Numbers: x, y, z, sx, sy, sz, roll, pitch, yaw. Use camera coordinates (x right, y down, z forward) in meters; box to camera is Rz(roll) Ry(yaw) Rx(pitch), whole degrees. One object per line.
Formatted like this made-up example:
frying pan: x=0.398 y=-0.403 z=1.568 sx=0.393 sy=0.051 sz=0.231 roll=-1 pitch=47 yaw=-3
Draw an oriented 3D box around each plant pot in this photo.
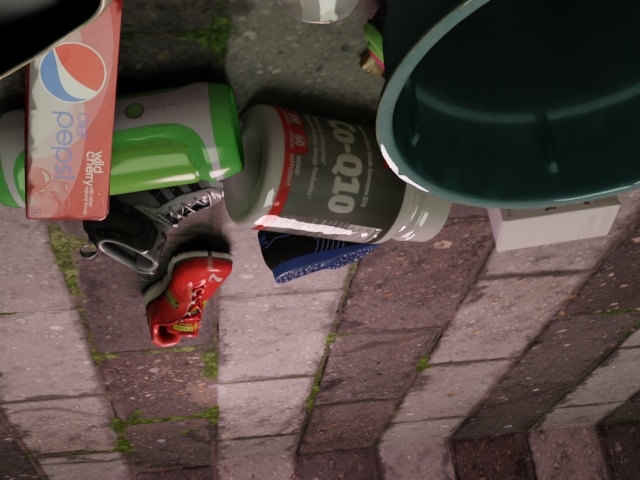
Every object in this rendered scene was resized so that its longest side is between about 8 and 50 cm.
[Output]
plant pot: x=0.187 y=-0.251 z=0.747 sx=0.341 sy=0.334 sz=0.341 roll=-7 pitch=153 yaw=-4

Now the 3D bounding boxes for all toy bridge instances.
toy bridge: x=0.103 y=-0.164 z=1.061 sx=0.063 sy=0.188 sz=0.026 roll=22 pitch=114 yaw=-32

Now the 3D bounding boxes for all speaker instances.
speaker: x=-0.248 y=-0.116 z=1.121 sx=0.296 sy=0.131 sz=0.131 roll=-8 pitch=153 yaw=0

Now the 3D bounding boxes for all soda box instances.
soda box: x=-0.264 y=-0.151 z=0.967 sx=0.092 sy=0.083 sz=0.263 roll=0 pitch=122 yaw=-18

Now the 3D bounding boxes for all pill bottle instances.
pill bottle: x=0.027 y=-0.081 z=1.228 sx=0.283 sy=0.161 sz=0.161 roll=7 pitch=150 yaw=-28

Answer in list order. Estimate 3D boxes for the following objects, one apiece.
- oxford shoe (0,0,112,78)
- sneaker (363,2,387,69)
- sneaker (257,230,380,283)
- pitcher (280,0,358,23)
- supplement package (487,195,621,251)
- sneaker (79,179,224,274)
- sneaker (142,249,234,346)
oxford shoe: x=-0.167 y=-0.268 z=0.755 sx=0.397 sy=0.147 sz=0.140 roll=-39 pitch=135 yaw=18
sneaker: x=0.283 y=-0.226 z=1.049 sx=0.482 sy=0.185 sz=0.202 roll=5 pitch=117 yaw=-11
sneaker: x=0.000 y=0.000 z=1.485 sx=0.232 sy=0.090 sz=0.081 roll=-12 pitch=162 yaw=-45
pitcher: x=-0.012 y=-0.294 z=0.747 sx=0.125 sy=0.178 sz=0.207 roll=7 pitch=176 yaw=13
supplement package: x=0.354 y=-0.062 z=1.421 sx=0.179 sy=0.105 sz=0.105 roll=-9 pitch=154 yaw=0
sneaker: x=-0.203 y=-0.036 z=1.260 sx=0.268 sy=0.153 sz=0.101 roll=-6 pitch=154 yaw=-5
sneaker: x=-0.221 y=0.104 z=1.569 sx=0.107 sy=0.118 sz=0.279 roll=6 pitch=150 yaw=-28
